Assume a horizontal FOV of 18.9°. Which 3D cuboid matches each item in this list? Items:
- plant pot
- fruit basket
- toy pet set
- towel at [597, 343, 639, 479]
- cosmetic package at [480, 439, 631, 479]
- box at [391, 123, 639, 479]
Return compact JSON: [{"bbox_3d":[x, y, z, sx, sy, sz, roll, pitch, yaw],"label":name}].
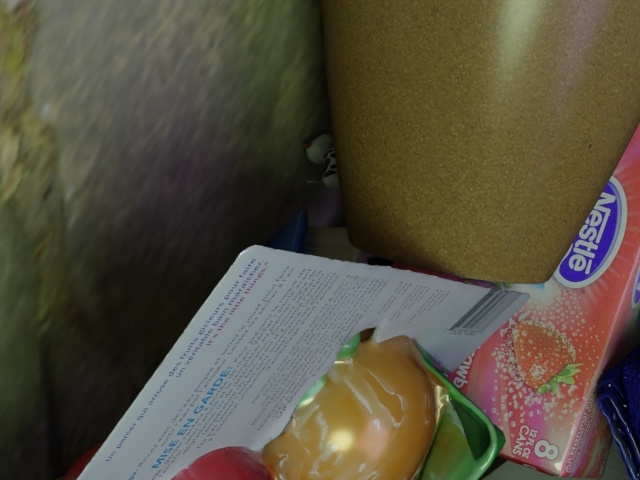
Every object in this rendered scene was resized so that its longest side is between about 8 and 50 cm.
[{"bbox_3d":[0.099,-0.111,1.089,0.237,0.237,0.254,1,101,-49],"label":"plant pot"},{"bbox_3d":[-0.057,0.133,1.018,0.327,0.165,0.353,-53,151,13],"label":"fruit basket"},{"bbox_3d":[0.000,0.000,1.189,0.114,0.065,0.122,-77,164,-46],"label":"toy pet set"},{"bbox_3d":[0.278,0.184,1.216,0.228,0.076,0.308,-30,102,-57],"label":"towel"},{"bbox_3d":[0.255,0.229,1.410,0.225,0.224,0.138,-32,139,-37],"label":"cosmetic package"},{"bbox_3d":[0.150,-0.010,1.237,0.300,0.154,0.142,-69,161,-1],"label":"box"}]
